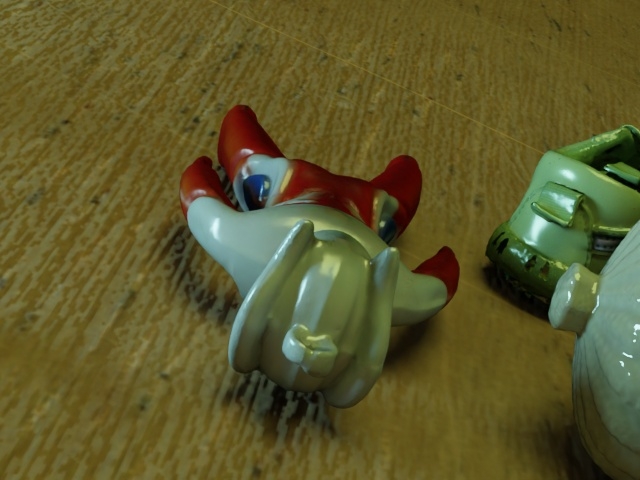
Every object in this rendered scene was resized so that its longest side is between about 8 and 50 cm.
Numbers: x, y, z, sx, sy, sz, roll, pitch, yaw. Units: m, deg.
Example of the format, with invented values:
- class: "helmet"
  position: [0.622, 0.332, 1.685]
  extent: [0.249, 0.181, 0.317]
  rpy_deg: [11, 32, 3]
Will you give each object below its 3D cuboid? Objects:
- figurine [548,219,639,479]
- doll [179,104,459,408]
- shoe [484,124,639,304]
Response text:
- class: "figurine"
  position: [0.288, 0.096, 0.948]
  extent: [0.332, 0.185, 0.204]
  rpy_deg: [27, -19, -33]
- class: "doll"
  position: [0.000, 0.000, 1.005]
  extent: [0.188, 0.099, 0.384]
  rpy_deg: [18, 15, -3]
- class: "shoe"
  position: [0.234, -0.006, 1.199]
  extent: [0.262, 0.128, 0.140]
  rpy_deg: [-8, 49, -46]
